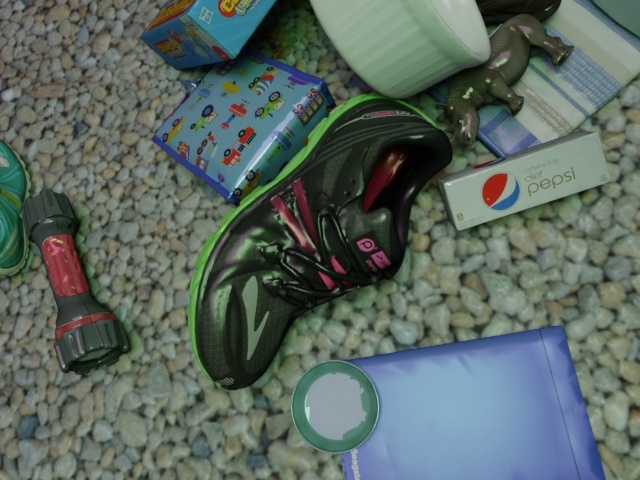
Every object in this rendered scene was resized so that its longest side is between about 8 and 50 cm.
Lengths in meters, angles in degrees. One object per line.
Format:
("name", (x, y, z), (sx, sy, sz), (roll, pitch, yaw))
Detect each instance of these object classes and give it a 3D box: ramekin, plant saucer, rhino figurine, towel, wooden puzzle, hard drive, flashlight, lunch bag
("ramekin", (0.102, -0.332, 0.743), (0.135, 0.277, 0.277), (-27, 67, 34))
("plant saucer", (0.020, 0.222, 0.730), (0.119, 0.021, 0.119), (-4, 73, 12))
("rhino figurine", (0.252, -0.228, 0.798), (0.106, 0.073, 0.243), (43, 90, 13))
("towel", (0.338, -0.258, 0.842), (0.285, 0.034, 0.209), (-42, 72, 0))
("wooden puzzle", (-0.071, -0.364, 0.976), (0.049, 0.006, 0.083), (-28, 70, 3))
("hard drive", (0.182, 0.244, 0.723), (0.319, 0.040, 0.210), (-11, 72, 9))
("flashlight", (-0.402, 0.057, 0.873), (0.103, 0.103, 0.304), (-28, 71, 4))
("lunch bag", (-0.140, -0.195, 0.889), (0.293, 0.138, 0.221), (37, 87, 29))

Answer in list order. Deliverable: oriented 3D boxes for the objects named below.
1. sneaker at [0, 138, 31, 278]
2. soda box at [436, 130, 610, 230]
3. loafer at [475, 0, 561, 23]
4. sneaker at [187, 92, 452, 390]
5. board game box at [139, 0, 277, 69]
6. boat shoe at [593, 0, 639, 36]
("sneaker", (-0.567, -0.072, 0.938), (0.107, 0.110, 0.275), (-17, 72, -8))
("soda box", (0.281, -0.085, 0.771), (0.216, 0.069, 0.074), (-19, 100, 6))
("loafer", (0.258, -0.389, 0.849), (0.220, 0.078, 0.080), (10, 67, 35))
("sneaker", (0.000, 0.000, 0.739), (0.202, 0.185, 0.483), (30, 82, 45))
("board game box", (-0.138, -0.428, 0.877), (0.302, 0.086, 0.308), (-56, 32, -7))
("boat shoe", (0.528, -0.369, 0.773), (0.156, 0.136, 0.367), (-39, 79, -24))
